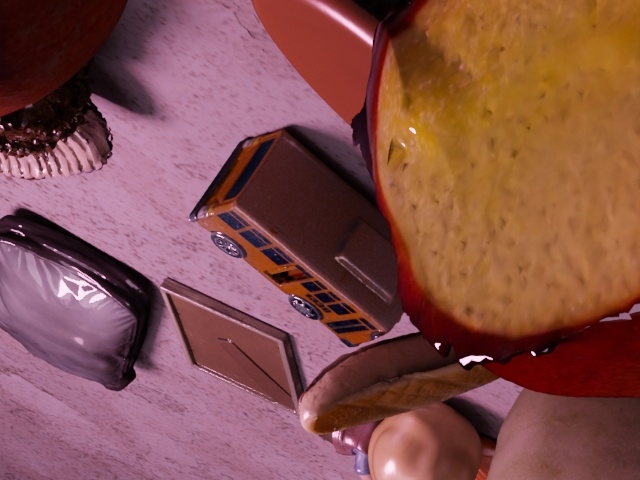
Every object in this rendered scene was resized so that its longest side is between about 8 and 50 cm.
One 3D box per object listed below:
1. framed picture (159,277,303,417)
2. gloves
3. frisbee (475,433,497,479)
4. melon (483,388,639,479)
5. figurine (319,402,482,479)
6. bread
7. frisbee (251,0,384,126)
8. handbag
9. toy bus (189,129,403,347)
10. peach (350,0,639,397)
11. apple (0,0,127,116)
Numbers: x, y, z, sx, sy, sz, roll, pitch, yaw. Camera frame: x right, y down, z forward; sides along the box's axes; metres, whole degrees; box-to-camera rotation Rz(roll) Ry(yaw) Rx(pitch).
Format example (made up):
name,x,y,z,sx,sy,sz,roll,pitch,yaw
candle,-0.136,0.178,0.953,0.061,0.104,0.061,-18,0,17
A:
name,x,y,z,sx,sy,sz,roll,pitch,yaw
framed picture,-0.091,0.117,1.870,0.150,0.015,0.203,24,157,18
gloves,-0.257,-0.141,1.366,0.210,0.135,0.312,30,157,20
frisbee,0.174,0.252,1.794,0.192,0.035,0.192,27,159,11
melon,0.260,0.194,1.263,0.308,0.272,0.272,29,160,24
figurine,0.071,0.204,1.729,0.108,0.114,0.196,45,162,-32
bread,0.077,0.101,1.415,0.073,0.214,0.053,103,146,-53
frisbee,0.045,-0.091,1.135,0.251,0.021,0.251,41,171,8
handbag,-0.288,0.080,1.982,0.191,0.075,0.332,27,155,1
toy bus,0.000,0.000,1.397,0.182,0.091,0.103,40,158,-18
peach,0.189,-0.055,0.872,0.201,0.257,0.362,10,157,-31
apple,-0.249,-0.191,1.109,0.253,0.253,0.253,26,158,12
